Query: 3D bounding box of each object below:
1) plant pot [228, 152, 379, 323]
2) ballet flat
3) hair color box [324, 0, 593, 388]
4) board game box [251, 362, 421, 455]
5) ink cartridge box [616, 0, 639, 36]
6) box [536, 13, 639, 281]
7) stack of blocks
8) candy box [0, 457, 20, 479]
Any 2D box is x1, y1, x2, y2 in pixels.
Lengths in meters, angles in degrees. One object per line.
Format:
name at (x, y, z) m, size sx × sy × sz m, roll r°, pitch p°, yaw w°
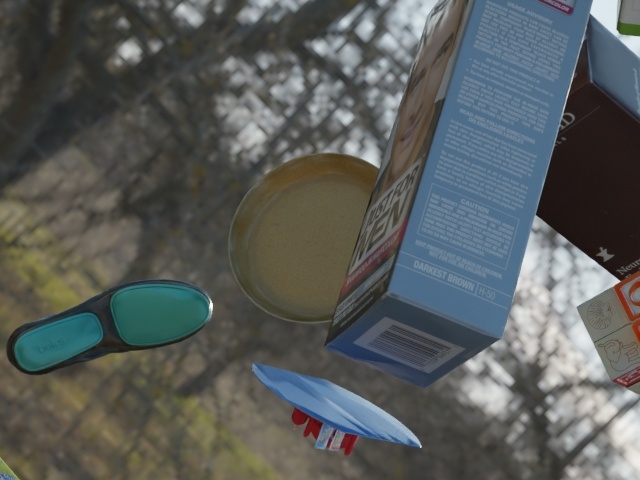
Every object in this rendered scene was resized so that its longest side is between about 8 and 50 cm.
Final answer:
plant pot at (0.000, 0.000, 2.105) m, size 0.236 × 0.236 × 0.032 m, roll 44°, pitch -8°, yaw 26°
ballet flat at (-0.289, 0.110, 2.248) m, size 0.096 × 0.280 × 0.095 m, roll -167°, pitch -115°, yaw -78°
hair color box at (0.129, -0.072, 1.513) m, size 0.114 × 0.374 × 0.185 m, roll 23°, pitch -23°, yaw -9°
board game box at (0.006, 0.161, 1.493) m, size 0.169 × 0.033 × 0.133 m, roll 19°, pitch 10°, yaw -48°
ink cartridge box at (0.421, -0.336, 1.731) m, size 0.097 × 0.189 × 0.255 m, roll -75°, pitch 170°, yaw -53°
box at (0.376, -0.080, 1.995) m, size 0.381 × 0.191 × 0.143 m, roll 36°, pitch 38°, yaw -25°
stack of blocks at (0.401, 0.092, 1.697) m, size 0.297 × 0.171 × 0.087 m, roll 25°, pitch 38°, yaw -58°
candy box at (-0.323, 0.194, 1.417) m, size 0.206 × 0.027 × 0.105 m, roll 47°, pitch 26°, yaw 10°
